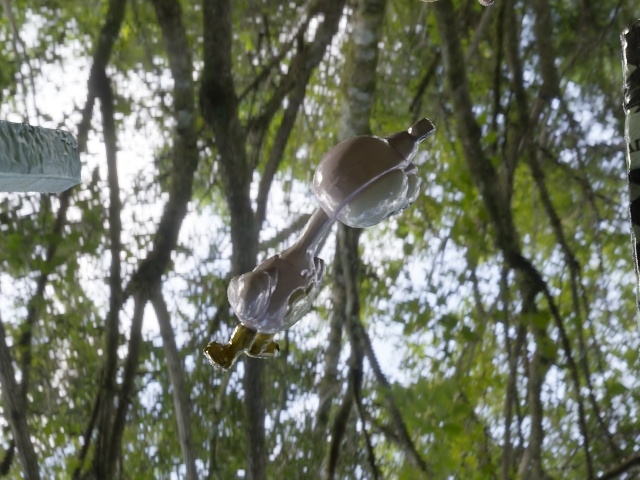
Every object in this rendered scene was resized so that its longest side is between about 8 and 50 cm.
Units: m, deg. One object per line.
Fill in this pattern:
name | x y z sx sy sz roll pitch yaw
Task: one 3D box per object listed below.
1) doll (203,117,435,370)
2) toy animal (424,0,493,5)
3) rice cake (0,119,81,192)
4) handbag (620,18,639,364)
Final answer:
doll | 0.000 -0.001 1.219 0.094 0.365 0.160 51 -154 16
toy animal | 0.113 -0.227 0.813 0.082 0.114 0.091 22 -107 16
rice cake | -0.187 -0.045 0.550 0.045 0.245 0.042 -5 -91 14
handbag | 0.443 -0.003 1.072 0.317 0.180 0.416 9 -106 -40
